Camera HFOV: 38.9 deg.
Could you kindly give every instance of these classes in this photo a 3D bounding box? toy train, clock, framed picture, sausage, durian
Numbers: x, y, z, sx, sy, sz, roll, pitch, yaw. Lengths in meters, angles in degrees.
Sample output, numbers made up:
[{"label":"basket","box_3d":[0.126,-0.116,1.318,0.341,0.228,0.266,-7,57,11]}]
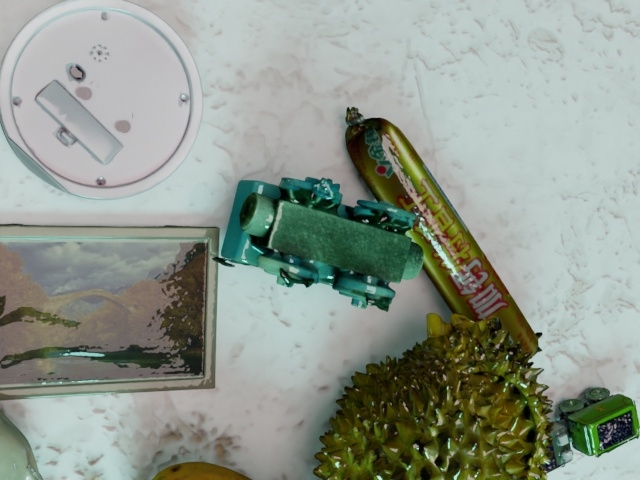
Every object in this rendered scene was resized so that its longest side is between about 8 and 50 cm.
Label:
[{"label":"toy train","box_3d":[0.309,0.246,1.142,0.202,0.081,0.060,-20,103,-18]},{"label":"clock","box_3d":[-0.220,-0.140,0.907,0.197,0.068,0.196,-2,96,-20]},{"label":"framed picture","box_3d":[-0.229,0.074,0.953,0.250,0.016,0.184,1,96,-21]},{"label":"sausage","box_3d":[0.138,-0.004,1.053,0.082,0.082,0.371,-39,107,-13]},{"label":"toy train","box_3d":[0.000,0.000,0.954,0.203,0.163,0.112,17,87,-23]},{"label":"durian","box_3d":[0.136,0.236,1.000,0.258,0.258,0.293,42,70,-19]}]

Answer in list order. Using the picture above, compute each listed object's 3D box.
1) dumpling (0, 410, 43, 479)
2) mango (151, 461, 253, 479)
[{"label":"dumpling","box_3d":[-0.355,0.214,0.873,0.136,0.118,0.199,-35,88,-5]},{"label":"mango","box_3d":[-0.087,0.342,0.944,0.290,0.191,0.160,55,44,-19]}]
